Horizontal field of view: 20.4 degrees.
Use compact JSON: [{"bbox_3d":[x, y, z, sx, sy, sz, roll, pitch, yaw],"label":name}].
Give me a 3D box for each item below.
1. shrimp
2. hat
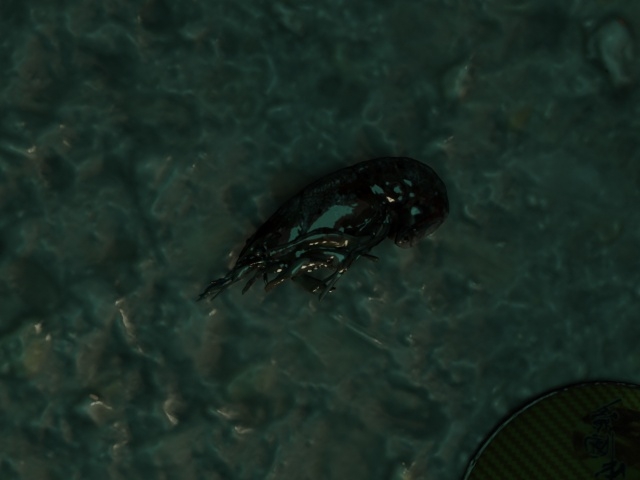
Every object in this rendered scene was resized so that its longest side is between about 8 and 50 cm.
[{"bbox_3d":[0.000,0.000,1.065,0.165,0.056,0.065,-31,108,-3],"label":"shrimp"},{"bbox_3d":[0.185,0.188,1.111,0.193,0.082,0.193,-2,97,-12],"label":"hat"}]
